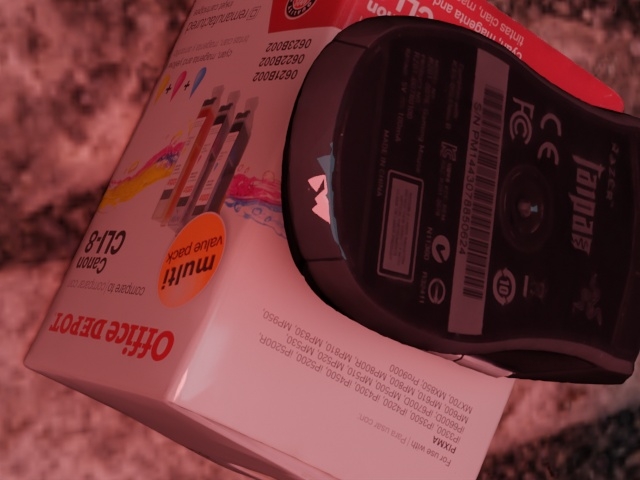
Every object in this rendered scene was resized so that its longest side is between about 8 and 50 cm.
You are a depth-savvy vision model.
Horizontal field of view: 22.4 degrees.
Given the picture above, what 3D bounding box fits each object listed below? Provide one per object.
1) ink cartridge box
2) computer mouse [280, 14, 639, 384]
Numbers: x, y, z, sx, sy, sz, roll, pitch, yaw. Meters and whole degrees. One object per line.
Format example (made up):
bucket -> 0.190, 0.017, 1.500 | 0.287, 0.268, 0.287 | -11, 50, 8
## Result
ink cartridge box -> 0.000, 0.000, 0.593 | 0.127, 0.128, 0.176 | 30, 76, -29
computer mouse -> 0.068, 0.035, 0.529 | 0.262, 0.060, 0.184 | 7, 85, -45
